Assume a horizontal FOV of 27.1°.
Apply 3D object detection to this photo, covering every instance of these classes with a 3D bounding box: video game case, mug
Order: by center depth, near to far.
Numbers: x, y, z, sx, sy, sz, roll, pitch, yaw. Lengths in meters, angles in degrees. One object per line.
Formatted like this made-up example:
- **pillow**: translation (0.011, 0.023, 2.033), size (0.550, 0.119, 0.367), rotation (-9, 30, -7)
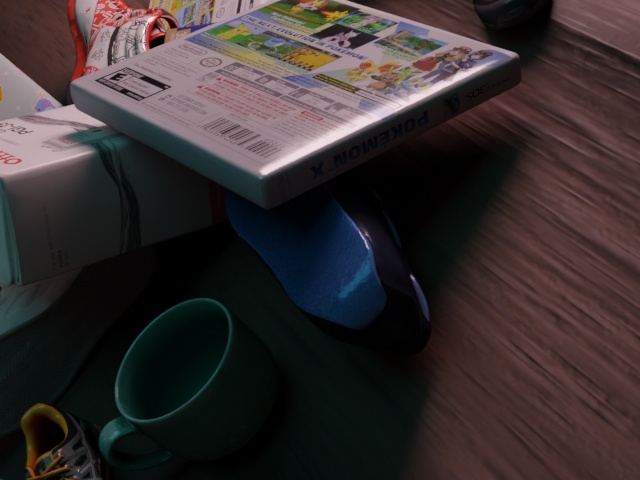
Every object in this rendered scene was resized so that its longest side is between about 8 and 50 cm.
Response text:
- **mug**: translation (-0.113, 0.135, 1.186), size (0.157, 0.097, 0.129), rotation (-24, 41, 25)
- **video game case**: translation (-0.030, -0.149, 1.260), size (0.300, 0.036, 0.329), rotation (-28, 35, -29)
- **video game case**: translation (-0.143, -0.303, 1.711), size (0.206, 0.026, 0.227), rotation (-22, 42, 26)

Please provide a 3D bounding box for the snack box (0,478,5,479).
- **snack box**: translation (-0.353, 0.280, 1.319), size (0.141, 0.037, 0.100), rotation (5, 58, 45)

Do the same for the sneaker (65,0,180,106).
- **sneaker**: translation (-0.238, -0.259, 1.662), size (0.145, 0.090, 0.270), rotation (-26, 44, 21)

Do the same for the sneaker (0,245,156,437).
- **sneaker**: translation (-0.321, 0.088, 1.433), size (0.292, 0.108, 0.169), rotation (-45, 33, -19)

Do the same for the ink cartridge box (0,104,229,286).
- **ink cartridge box**: translation (-0.236, -0.064, 1.366), size (0.283, 0.117, 0.207), rotation (-19, 24, -34)

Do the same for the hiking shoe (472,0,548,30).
- **hiking shoe**: translation (0.171, -0.306, 1.341), size (0.086, 0.114, 0.227), rotation (-25, 40, 25)

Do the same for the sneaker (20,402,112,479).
- **sneaker**: translation (-0.231, 0.232, 1.214), size (0.084, 0.083, 0.215), rotation (-39, 38, 4)

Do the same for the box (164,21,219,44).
- **box**: translation (-0.057, -0.203, 1.427), size (0.225, 0.037, 0.136), rotation (-7, 32, 1)

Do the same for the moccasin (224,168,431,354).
- **moccasin**: translation (0.000, 0.000, 1.205), size (0.137, 0.117, 0.342), rotation (-42, 34, 15)

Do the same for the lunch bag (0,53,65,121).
- **lunch bag**: translation (-0.435, -0.087, 1.602), size (0.160, 0.223, 0.262), rotation (8, 61, 53)
